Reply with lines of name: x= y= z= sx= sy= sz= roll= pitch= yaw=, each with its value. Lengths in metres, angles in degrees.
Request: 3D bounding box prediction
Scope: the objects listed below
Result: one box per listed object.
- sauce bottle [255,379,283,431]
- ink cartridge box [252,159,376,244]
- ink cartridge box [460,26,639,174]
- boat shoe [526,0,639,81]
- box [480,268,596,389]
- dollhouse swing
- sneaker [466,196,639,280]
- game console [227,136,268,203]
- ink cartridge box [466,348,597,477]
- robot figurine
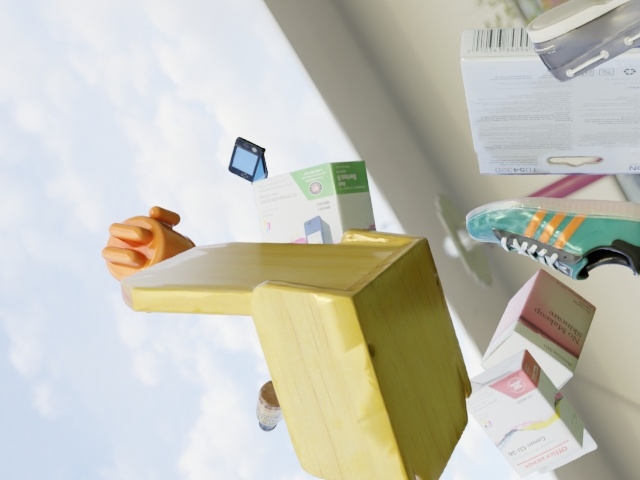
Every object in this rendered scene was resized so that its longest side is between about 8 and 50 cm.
sauce bottle: x=-0.067 y=0.228 z=1.382 sx=0.128 sy=0.042 sz=0.042 roll=99 pitch=155 yaw=-60
ink cartridge box: x=0.000 y=0.000 z=1.504 sx=0.093 sy=0.154 sz=0.213 roll=-11 pitch=-90 yaw=-52
ink cartridge box: x=0.394 y=-0.212 z=1.582 sx=0.330 sy=0.324 sz=0.071 roll=63 pitch=-150 yaw=-61
boat shoe: x=0.289 y=-0.198 z=0.896 sx=0.065 sy=0.206 sz=0.075 roll=63 pitch=-156 yaw=-21
box: x=0.443 y=0.193 z=2.062 sx=0.148 sy=0.127 sz=0.232 roll=36 pitch=-140 yaw=2
dollhouse swing: x=-0.024 y=0.141 z=1.249 sx=0.347 sy=0.304 sz=0.315 roll=-32 pitch=-74 yaw=-69
sneaker: x=0.383 y=0.001 z=1.664 sx=0.108 sy=0.302 sz=0.121 roll=40 pitch=-127 yaw=-63
game console: x=-0.164 y=-0.156 z=2.303 sx=0.107 sy=0.122 sz=0.071 roll=26 pitch=-129 yaw=2
ink cartridge box: x=0.321 y=0.278 z=1.552 sx=0.198 sy=0.115 sz=0.067 roll=51 pitch=-153 yaw=-8
robot figurine: x=-0.294 y=0.034 z=1.805 sx=0.219 sy=0.128 sz=0.158 roll=33 pitch=-150 yaw=-61
